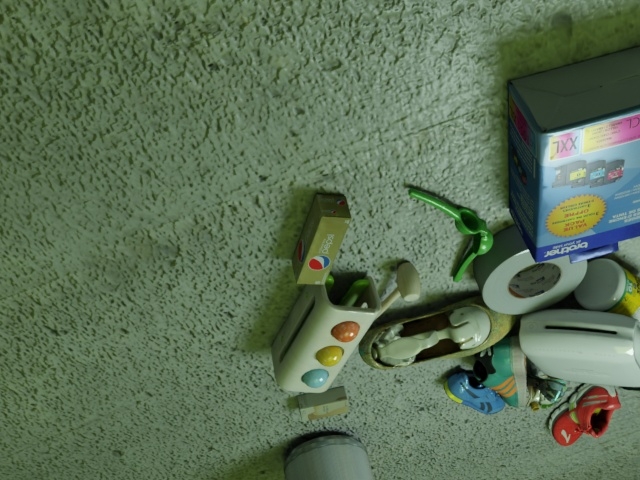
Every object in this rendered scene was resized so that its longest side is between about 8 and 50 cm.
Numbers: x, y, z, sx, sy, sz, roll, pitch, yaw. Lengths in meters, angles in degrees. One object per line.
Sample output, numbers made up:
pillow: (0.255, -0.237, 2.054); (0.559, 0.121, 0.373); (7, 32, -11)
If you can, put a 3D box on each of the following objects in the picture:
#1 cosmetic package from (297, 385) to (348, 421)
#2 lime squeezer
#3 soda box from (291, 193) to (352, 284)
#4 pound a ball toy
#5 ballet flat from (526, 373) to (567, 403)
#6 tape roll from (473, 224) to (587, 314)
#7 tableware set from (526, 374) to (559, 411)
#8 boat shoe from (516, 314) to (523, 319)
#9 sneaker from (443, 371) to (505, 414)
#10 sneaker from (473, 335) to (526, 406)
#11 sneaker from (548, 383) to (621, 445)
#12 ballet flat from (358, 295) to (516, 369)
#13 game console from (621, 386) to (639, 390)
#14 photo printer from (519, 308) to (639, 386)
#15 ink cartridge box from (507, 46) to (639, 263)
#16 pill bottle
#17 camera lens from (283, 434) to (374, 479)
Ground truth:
cosmetic package: (0.006, 0.385, 1.986); (0.115, 0.041, 0.060); (-12, 138, -3)
lime squeezer: (0.268, -0.020, 1.619); (0.110, 0.058, 0.310); (2, 148, 29)
soda box: (0.000, 0.000, 1.543); (0.058, 0.061, 0.181); (3, 136, -18)
pound a ball toy: (0.054, 0.183, 1.707); (0.208, 0.135, 0.319); (8, 134, -24)
ballet flat: (0.530, 0.358, 2.024); (0.070, 0.070, 0.188); (-11, 175, -5)
tape roll: (0.425, 0.056, 1.721); (0.219, 0.072, 0.219); (-8, 138, -7)
tableware set: (0.575, 0.395, 2.176); (0.104, 0.024, 0.154); (-5, 137, -12)
boat shoe: (0.403, 0.161, 1.857); (0.125, 0.038, 0.046); (-14, 158, 1)
sneaker: (0.396, 0.368, 2.058); (0.209, 0.069, 0.082); (24, 129, -35)
sneaker: (0.422, 0.306, 1.987); (0.121, 0.108, 0.302); (-2, 146, 14)
sneaker: (0.696, 0.475, 2.228); (0.107, 0.118, 0.279); (2, 136, -17)
ballet flat: (0.250, 0.200, 1.783); (0.349, 0.123, 0.123); (-14, 139, 4)
game console: (0.910, 0.352, 2.060); (0.293, 0.173, 0.250); (2, 136, 6)
photo printer: (0.578, 0.232, 1.831); (0.256, 0.107, 0.307); (2, 160, 28)
ink cartridge box: (0.481, -0.122, 1.486); (0.270, 0.151, 0.395); (-15, 140, 0)
pill bottle: (0.651, 0.125, 1.828); (0.208, 0.117, 0.118); (27, 124, -36)
camera lens: (0.032, 0.640, 2.099); (0.220, 0.274, 0.219); (-8, 138, -7)
